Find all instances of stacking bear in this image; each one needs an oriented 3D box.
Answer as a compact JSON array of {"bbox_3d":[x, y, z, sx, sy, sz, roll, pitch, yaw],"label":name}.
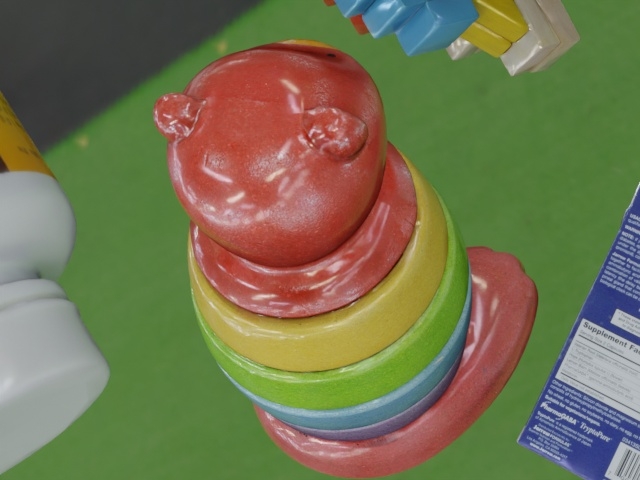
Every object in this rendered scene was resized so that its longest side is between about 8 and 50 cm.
[{"bbox_3d":[0.000,0.000,1.008,0.175,0.289,0.164,12,64,21],"label":"stacking bear"}]

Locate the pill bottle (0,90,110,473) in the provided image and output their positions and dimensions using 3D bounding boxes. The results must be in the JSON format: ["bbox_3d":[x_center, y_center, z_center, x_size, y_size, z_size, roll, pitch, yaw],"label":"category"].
[{"bbox_3d":[-0.155,-0.025,0.587,0.117,0.117,0.215,-43,74,33],"label":"pill bottle"}]

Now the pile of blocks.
[{"bbox_3d":[0.003,-0.198,1.337,0.112,0.362,0.149,-44,18,50],"label":"pile of blocks"}]

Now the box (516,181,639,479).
[{"bbox_3d":[0.247,0.073,1.341,0.136,0.036,0.225,27,97,25],"label":"box"}]
